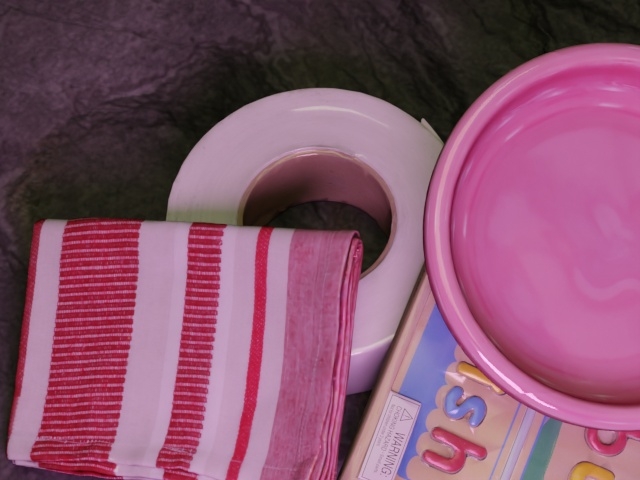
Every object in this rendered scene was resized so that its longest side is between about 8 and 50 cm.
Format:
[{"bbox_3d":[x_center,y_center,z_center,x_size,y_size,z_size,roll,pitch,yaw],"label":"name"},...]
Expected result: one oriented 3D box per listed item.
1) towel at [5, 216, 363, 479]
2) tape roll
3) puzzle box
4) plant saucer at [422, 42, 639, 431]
[{"bbox_3d":[-0.128,0.099,1.664,0.329,0.037,0.237,3,82,24],"label":"towel"},{"bbox_3d":[0.000,0.000,1.761,0.286,0.100,0.286,-1,63,3],"label":"tape roll"},{"bbox_3d":[0.212,0.085,1.654,0.272,0.052,0.409,23,78,-4],"label":"puzzle box"},{"bbox_3d":[0.247,-0.001,1.604,0.332,0.084,0.332,1,80,-8],"label":"plant saucer"}]
